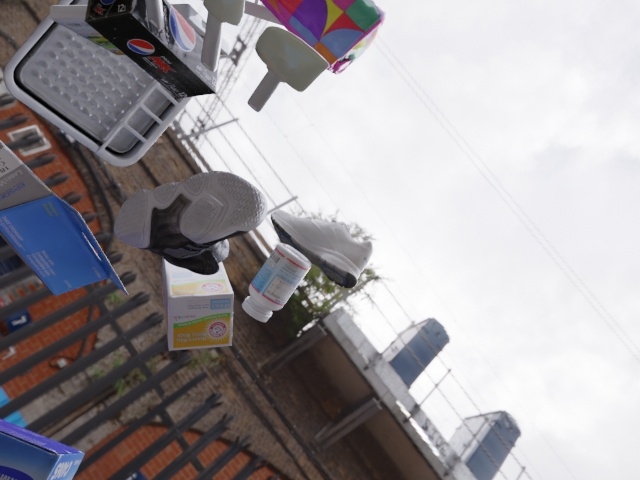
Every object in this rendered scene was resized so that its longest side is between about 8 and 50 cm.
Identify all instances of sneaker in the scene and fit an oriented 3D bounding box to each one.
[{"bbox_3d":[-0.164,-0.019,0.802,0.268,0.101,0.153,-4,-26,31],"label":"sneaker"},{"bbox_3d":[0.000,0.000,1.345,0.297,0.129,0.111,33,-23,24],"label":"sneaker"}]

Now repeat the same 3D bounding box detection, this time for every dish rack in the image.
[{"bbox_3d":[-0.444,-0.341,1.124,0.072,0.285,0.333,40,-2,37],"label":"dish rack"}]

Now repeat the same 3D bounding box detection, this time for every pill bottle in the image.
[{"bbox_3d":[-0.097,0.091,1.156,0.087,0.087,0.160,38,-83,20],"label":"pill bottle"}]

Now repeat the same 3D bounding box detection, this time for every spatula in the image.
[{"bbox_3d":[-0.084,-0.168,0.421,0.168,0.019,0.242,38,-5,-14],"label":"spatula"}]

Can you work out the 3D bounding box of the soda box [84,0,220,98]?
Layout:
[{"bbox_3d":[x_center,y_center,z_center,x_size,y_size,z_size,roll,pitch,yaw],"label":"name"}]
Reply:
[{"bbox_3d":[-0.180,-0.225,0.612,0.060,0.169,0.053,-2,-103,19],"label":"soda box"}]

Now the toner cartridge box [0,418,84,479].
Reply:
[{"bbox_3d":[-0.496,0.243,0.694,0.347,0.075,0.165,24,-23,-3],"label":"toner cartridge box"}]

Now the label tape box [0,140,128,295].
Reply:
[{"bbox_3d":[-0.525,-0.025,0.997,0.333,0.106,0.241,35,-28,29],"label":"label tape box"}]

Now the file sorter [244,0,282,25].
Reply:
[{"bbox_3d":[-0.069,-0.430,0.844,0.193,0.277,0.173,-126,-131,-60],"label":"file sorter"}]

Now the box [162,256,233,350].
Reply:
[{"bbox_3d":[-0.231,0.107,1.006,0.203,0.114,0.103,-132,-136,-64],"label":"box"}]

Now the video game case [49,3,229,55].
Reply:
[{"bbox_3d":[-0.293,-0.354,0.920,0.226,0.206,0.026,2,-86,7],"label":"video game case"}]

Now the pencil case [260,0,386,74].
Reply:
[{"bbox_3d":[-0.034,-0.301,0.628,0.236,0.104,0.104,42,-41,-3],"label":"pencil case"}]
